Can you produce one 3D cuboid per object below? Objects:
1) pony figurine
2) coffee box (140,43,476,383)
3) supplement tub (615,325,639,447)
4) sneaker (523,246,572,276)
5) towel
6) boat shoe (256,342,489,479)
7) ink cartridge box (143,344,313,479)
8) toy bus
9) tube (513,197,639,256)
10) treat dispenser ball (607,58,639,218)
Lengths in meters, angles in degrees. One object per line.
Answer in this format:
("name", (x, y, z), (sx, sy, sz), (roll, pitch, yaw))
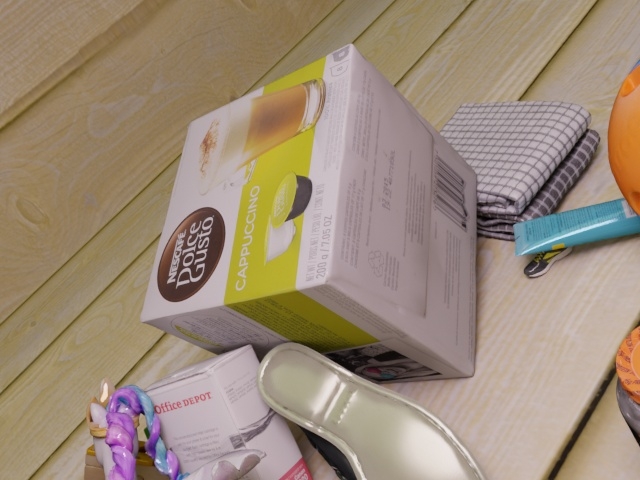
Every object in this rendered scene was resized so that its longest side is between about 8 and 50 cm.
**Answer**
("pony figurine", (-0.227, 0.351, 0.768), (0.302, 0.364, 0.351), (-6, -5, -20))
("coffee box", (0.000, 0.000, 0.962), (0.334, 0.338, 0.338), (-14, 56, 37))
("supplement tub", (0.338, 0.161, 0.584), (0.117, 0.190, 0.117), (-28, 28, 17))
("sneaker", (0.330, 0.019, 0.975), (0.083, 0.035, 0.031), (-38, 26, -5))
("towel", (0.301, -0.121, 1.142), (0.235, 0.121, 0.283), (-49, 32, -19))
("boat shoe", (0.069, 0.249, 0.814), (0.340, 0.113, 0.127), (25, 75, 29))
("ink cartridge box", (-0.127, 0.269, 0.897), (0.158, 0.218, 0.092), (-24, 3, 36))
("toy bus", (-0.271, 0.372, 1.048), (0.191, 0.202, 0.104), (-38, -4, 12))
("tube", (0.377, -0.023, 0.930), (0.207, 0.052, 0.080), (-13, 26, 21))
("treat dispenser ball", (0.480, -0.121, 0.745), (0.288, 0.288, 0.288), (-28, 29, 17))
